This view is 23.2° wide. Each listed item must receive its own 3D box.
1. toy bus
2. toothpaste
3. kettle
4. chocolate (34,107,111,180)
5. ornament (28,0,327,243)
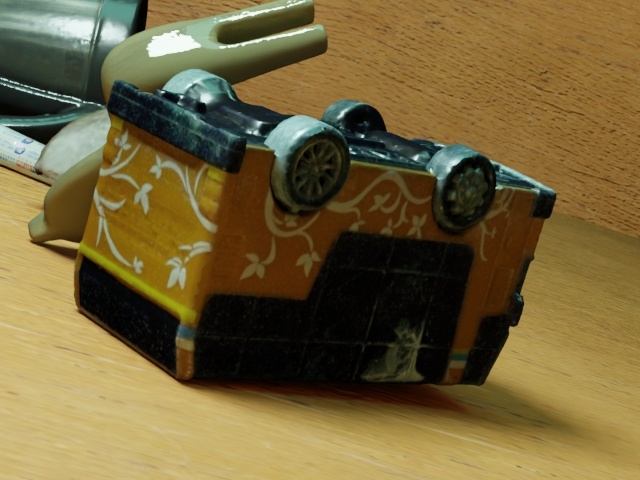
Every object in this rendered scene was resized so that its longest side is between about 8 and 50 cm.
[{"bbox_3d":[0.000,0.000,1.120,0.323,0.194,0.162,7,14,-43],"label":"toy bus"},{"bbox_3d":[-0.320,-0.097,1.558,0.218,0.052,0.033,23,-28,19],"label":"toothpaste"},{"bbox_3d":[-0.346,-0.192,1.737,0.271,0.251,0.207,12,-21,-3],"label":"kettle"},{"bbox_3d":[-0.090,-0.049,1.393,0.303,0.100,0.185,23,5,24],"label":"chocolate"},{"bbox_3d":[-0.118,-0.078,1.207,0.245,0.230,0.061,-14,59,-9],"label":"ornament"}]
